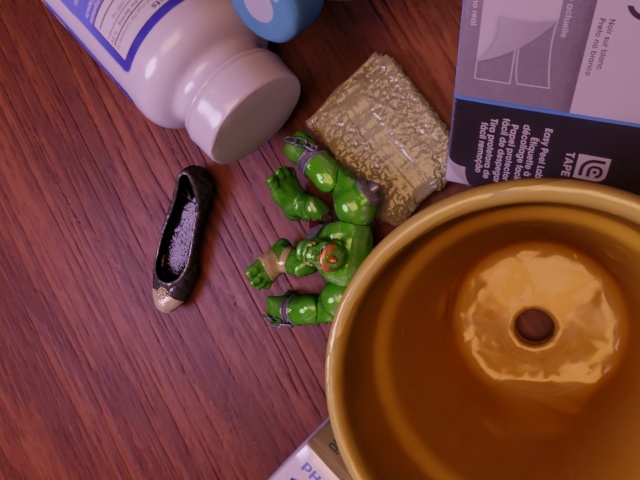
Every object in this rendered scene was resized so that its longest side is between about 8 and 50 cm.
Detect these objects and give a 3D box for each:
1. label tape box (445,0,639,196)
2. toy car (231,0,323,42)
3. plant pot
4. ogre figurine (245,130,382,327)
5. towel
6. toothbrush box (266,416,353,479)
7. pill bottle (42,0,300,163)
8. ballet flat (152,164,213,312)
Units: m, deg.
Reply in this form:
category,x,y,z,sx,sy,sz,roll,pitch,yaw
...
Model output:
category,x,y,z,sx,sy,sz,roll,pitch,yaw
label tape box,0.266,-0.130,0.397,0.334,0.106,0.240,14,135,20
toy car,-0.018,-0.322,0.437,0.210,0.238,0.219,35,62,16
plant pot,0.160,0.082,0.442,0.254,0.239,0.254,1,94,21
ogre figurine,0.000,0.000,0.580,0.118,0.097,0.197,16,85,37
towel,0.065,-0.099,0.578,0.110,0.027,0.148,-41,79,18
toothbrush box,-0.019,0.275,0.544,0.122,0.206,0.283,42,107,13
pill bottle,-0.148,-0.209,0.584,0.272,0.152,0.152,47,108,11
ballet flat,-0.161,-0.001,0.659,0.057,0.049,0.173,18,101,20
